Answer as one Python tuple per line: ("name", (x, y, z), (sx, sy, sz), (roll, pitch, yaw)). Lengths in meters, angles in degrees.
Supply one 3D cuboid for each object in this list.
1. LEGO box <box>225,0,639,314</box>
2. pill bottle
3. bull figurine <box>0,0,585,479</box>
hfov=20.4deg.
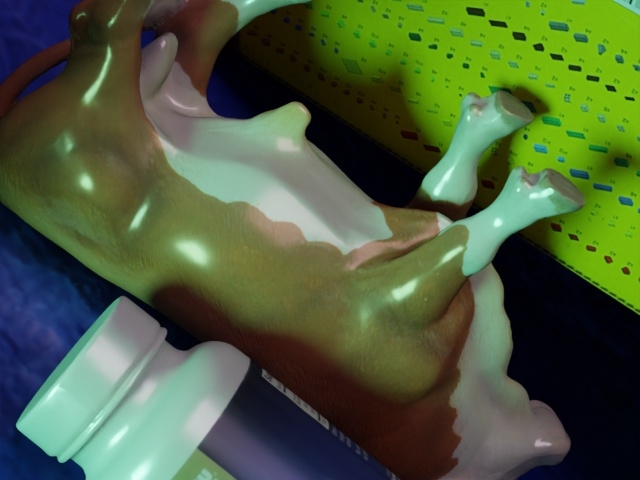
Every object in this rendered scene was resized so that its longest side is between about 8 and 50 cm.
("LEGO box", (0.236, -0.129, 0.871), (0.500, 0.193, 0.372), (35, 42, 26))
("pill bottle", (-0.038, 0.101, 0.731), (0.169, 0.094, 0.094), (39, 47, -7))
("bull figurine", (0.000, 0.000, 0.775), (0.310, 0.188, 0.101), (32, 25, -7))
